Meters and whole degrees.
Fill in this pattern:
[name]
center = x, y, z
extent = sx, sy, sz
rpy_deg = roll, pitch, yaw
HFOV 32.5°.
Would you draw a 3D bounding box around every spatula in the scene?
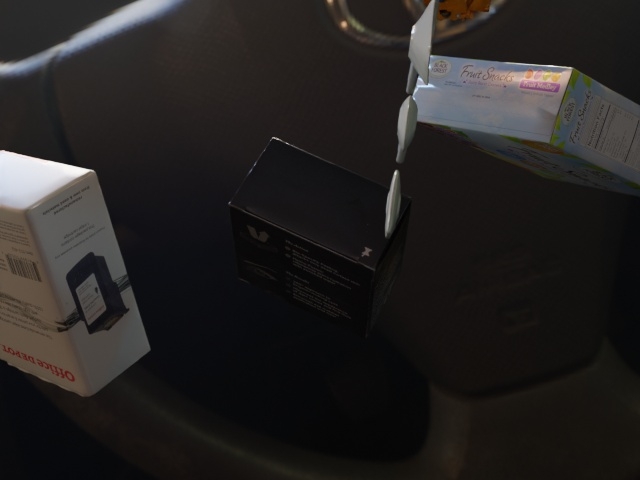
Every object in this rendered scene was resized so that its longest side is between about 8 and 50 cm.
[spatula]
center = 0.068, -0.082, 0.835
extent = 0.019, 0.168, 0.242
rpy_deg = 7, -1, 4

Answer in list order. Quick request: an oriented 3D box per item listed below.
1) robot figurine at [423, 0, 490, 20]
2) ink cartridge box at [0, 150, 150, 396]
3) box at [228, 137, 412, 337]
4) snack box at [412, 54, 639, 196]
[robot figurine]
center = 0.124, -0.369, 1.098
extent = 0.085, 0.291, 0.211
rpy_deg = 2, 62, 16
[ink cartridge box]
center = -0.306, 0.035, 1.219
extent = 0.172, 0.237, 0.100
rpy_deg = 14, 37, 38
[box]
center = 0.000, 0.000, 1.103
extent = 0.156, 0.158, 0.093
rpy_deg = 25, 64, 12
[snack box]
center = 0.211, -0.099, 0.981
extent = 0.174, 0.207, 0.070
rpy_deg = 18, 92, 50
